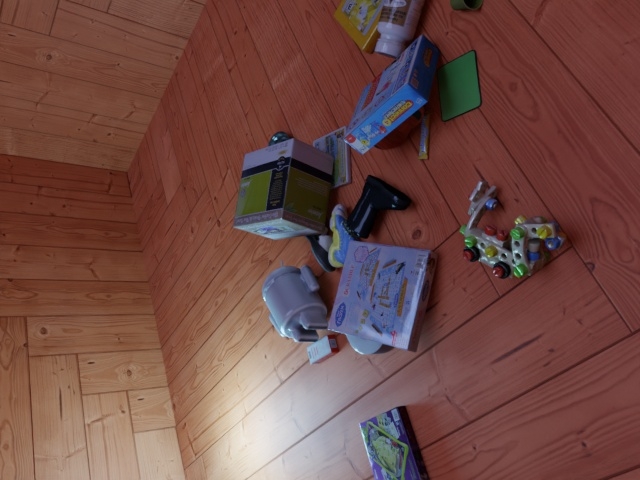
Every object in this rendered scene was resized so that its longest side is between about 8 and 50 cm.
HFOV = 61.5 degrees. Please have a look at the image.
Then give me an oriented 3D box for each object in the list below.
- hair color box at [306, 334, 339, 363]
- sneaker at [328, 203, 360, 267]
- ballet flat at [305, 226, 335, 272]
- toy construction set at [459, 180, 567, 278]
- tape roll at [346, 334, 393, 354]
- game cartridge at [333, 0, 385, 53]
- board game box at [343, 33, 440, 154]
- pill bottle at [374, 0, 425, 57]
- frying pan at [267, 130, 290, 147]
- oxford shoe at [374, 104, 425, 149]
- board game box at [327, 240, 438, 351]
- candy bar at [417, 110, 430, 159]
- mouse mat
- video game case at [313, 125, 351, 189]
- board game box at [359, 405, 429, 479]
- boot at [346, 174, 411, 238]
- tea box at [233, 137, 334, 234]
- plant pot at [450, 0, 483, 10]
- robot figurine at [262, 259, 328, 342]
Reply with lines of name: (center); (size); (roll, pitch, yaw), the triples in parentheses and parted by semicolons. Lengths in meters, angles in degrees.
hair color box: (0.009, 0.423, 2.090); (0.141, 0.043, 0.072); (-38, 57, 42)
sneaker: (0.103, -0.017, 2.004); (0.126, 0.091, 0.240); (2, 87, 34)
ballet flat: (0.000, 0.000, 2.113); (0.096, 0.095, 0.280); (-50, 48, 20)
toy construction set: (0.487, -0.021, 1.442); (0.328, 0.151, 0.215); (-129, 30, -51)
tape roll: (0.178, 0.283, 1.866); (0.219, 0.072, 0.219); (-6, 82, 52)
game cartridge: (0.195, -0.907, 1.993); (0.324, 0.052, 0.285); (-56, 47, 33)
board game box: (0.232, -0.472, 1.747); (0.302, 0.086, 0.308); (-35, 26, 45)
pill bottle: (0.264, -0.742, 1.821); (0.131, 0.131, 0.229); (33, 112, 48)
frying pan: (-0.155, -0.342, 2.377); (0.197, 0.053, 0.326); (-55, 49, 33)
oxford shoe: (0.267, -0.402, 1.833); (0.271, 0.097, 0.098); (-34, 31, 53)
board game box: (0.199, 0.172, 1.757); (0.318, 0.066, 0.319); (8, 79, 40)
candy bar: (0.342, -0.346, 1.770); (0.040, 0.018, 0.161); (4, 90, 52)
mouse mat: (0.431, -0.481, 1.682); (0.152, 0.007, 0.190); (-15, 75, 50)
video game case: (0.045, -0.316, 2.141); (0.206, 0.026, 0.227); (-13, 75, 51)
board game box: (0.250, 0.738, 1.747); (0.208, 0.056, 0.347); (-38, 57, 38)
boot: (0.196, -0.094, 1.863); (0.246, 0.094, 0.207); (44, 117, 53)
tea box: (-0.149, -0.190, 2.126); (0.329, 0.220, 0.323); (-5, 71, 48)
plant pot: (0.441, -0.740, 1.649); (0.079, 0.083, 0.083); (-162, 80, -65)
robot figurine: (-0.106, 0.242, 2.129); (0.300, 0.200, 0.353); (-53, 47, 22)
